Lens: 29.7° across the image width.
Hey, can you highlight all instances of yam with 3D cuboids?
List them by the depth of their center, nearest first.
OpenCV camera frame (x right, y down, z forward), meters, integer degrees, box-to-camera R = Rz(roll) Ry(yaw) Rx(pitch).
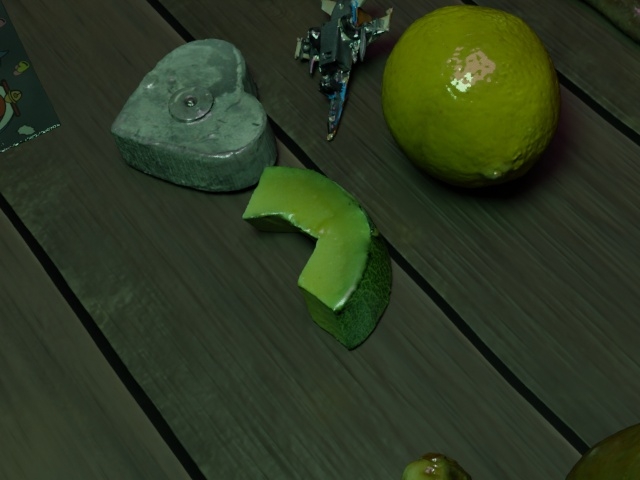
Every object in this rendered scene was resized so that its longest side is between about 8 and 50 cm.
[{"bbox_3d":[0.354,-0.244,1.328,0.045,0.045,0.327,-18,49,-43],"label":"yam"}]

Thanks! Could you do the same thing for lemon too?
[{"bbox_3d":[0.151,-0.141,1.208,0.178,0.178,0.203,-11,56,1],"label":"lemon"}]

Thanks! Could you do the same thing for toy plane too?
[{"bbox_3d":[0.017,-0.200,1.338,0.135,0.062,0.188,-9,53,38],"label":"toy plane"}]

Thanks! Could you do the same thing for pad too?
[{"bbox_3d":[-0.423,-0.182,1.429,0.170,0.006,0.245,-26,56,-8],"label":"pad"}]

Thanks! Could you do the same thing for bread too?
[{"bbox_3d":[0.102,0.233,1.026,0.066,0.060,0.110,-1,55,-10],"label":"bread"}]

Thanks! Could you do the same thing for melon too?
[{"bbox_3d":[0.000,0.000,1.204,0.118,0.064,0.209,-39,56,-12],"label":"melon"}]

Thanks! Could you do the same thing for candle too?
[{"bbox_3d":[-0.140,-0.129,1.310,0.168,0.068,0.192,-21,51,-4],"label":"candle"}]

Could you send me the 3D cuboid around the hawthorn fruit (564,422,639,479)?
[{"bbox_3d":[0.331,0.240,0.874,0.301,0.268,0.268,-20,55,-9],"label":"hawthorn fruit"}]
